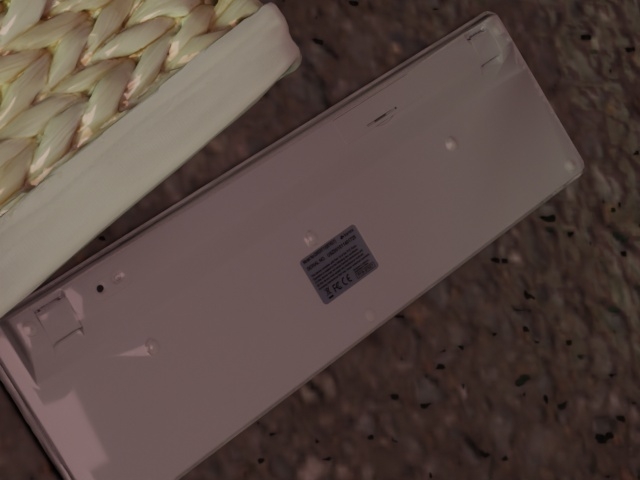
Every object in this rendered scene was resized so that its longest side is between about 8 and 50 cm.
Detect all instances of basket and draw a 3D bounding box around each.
[{"bbox_3d":[-0.107,-0.029,0.492,0.103,0.113,0.167,52,53,-6],"label":"basket"}]

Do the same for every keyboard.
[{"bbox_3d":[0.000,0.000,0.624,0.256,0.014,0.072,-34,101,-38],"label":"keyboard"}]
